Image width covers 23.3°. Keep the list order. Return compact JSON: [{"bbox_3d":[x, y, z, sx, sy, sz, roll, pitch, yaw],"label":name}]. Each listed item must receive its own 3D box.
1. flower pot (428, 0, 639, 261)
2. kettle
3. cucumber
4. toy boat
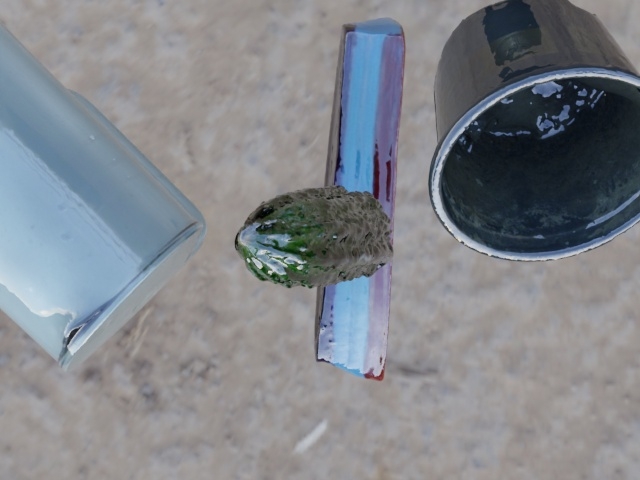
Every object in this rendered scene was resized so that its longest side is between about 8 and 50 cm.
[{"bbox_3d":[0.136,-0.078,0.958,0.157,0.107,0.157,-5,137,-5],"label":"flower pot"},{"bbox_3d":[-0.284,-0.051,1.511,0.318,0.265,0.205,43,88,3],"label":"kettle"},{"bbox_3d":[0.001,-0.001,1.087,0.077,0.265,0.077,1,93,11],"label":"cucumber"},{"bbox_3d":[0.043,-0.034,1.603,0.079,0.136,0.392,1,110,-9],"label":"toy boat"}]
